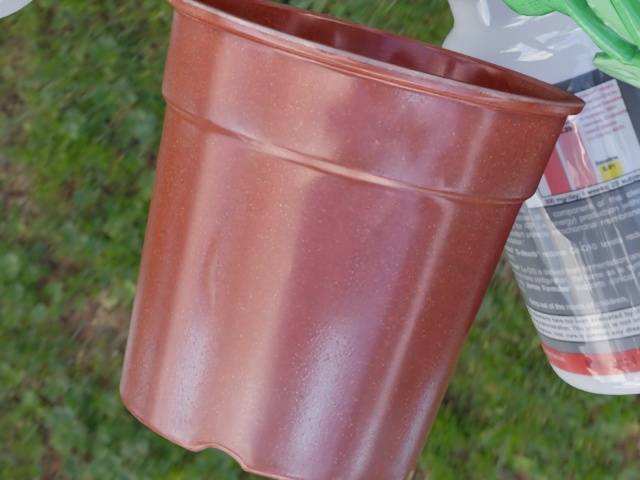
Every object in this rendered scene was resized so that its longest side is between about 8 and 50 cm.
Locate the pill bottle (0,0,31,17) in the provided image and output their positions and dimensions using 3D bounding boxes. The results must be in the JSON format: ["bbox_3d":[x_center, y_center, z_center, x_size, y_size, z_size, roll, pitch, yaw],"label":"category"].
[{"bbox_3d":[-0.271,-0.242,1.195,0.160,0.283,0.160,-1,82,9],"label":"pill bottle"}]

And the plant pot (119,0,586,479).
[{"bbox_3d":[0.000,0.000,1.164,0.272,0.272,0.265,17,101,8],"label":"plant pot"}]

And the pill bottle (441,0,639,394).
[{"bbox_3d":[0.210,-0.088,1.343,0.210,0.210,0.363,-17,107,23],"label":"pill bottle"}]

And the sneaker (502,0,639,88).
[{"bbox_3d":[0.083,-0.069,0.377,0.123,0.295,0.109,5,90,18],"label":"sneaker"}]
